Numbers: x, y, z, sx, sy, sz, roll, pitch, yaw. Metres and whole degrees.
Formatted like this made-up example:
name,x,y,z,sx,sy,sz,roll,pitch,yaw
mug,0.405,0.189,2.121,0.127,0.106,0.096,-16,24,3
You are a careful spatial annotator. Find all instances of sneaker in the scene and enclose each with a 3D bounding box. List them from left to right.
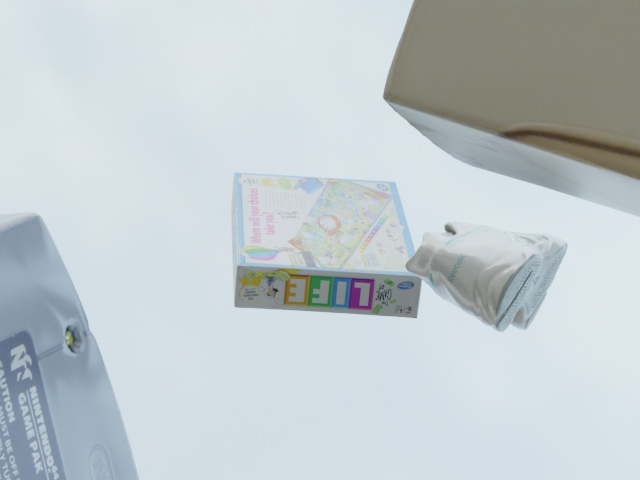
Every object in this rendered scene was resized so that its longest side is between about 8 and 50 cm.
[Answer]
name,x,y,z,sx,sy,sz,roll,pitch,yaw
sneaker,0.088,0.012,0.937,0.061,0.152,0.054,25,-86,16

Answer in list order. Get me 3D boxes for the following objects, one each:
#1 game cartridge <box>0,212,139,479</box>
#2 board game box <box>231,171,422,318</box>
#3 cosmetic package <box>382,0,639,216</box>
name,x,y,z,sx,sy,sz,roll,pitch,yaw
game cartridge,-0.139,0.144,0.769,0.060,0.196,0.294,-8,-82,28
board game box,0.000,0.000,1.065,0.154,0.103,0.026,-97,-168,-68
cosmetic package,0.194,-0.041,0.609,0.309,0.160,0.113,18,-91,18
